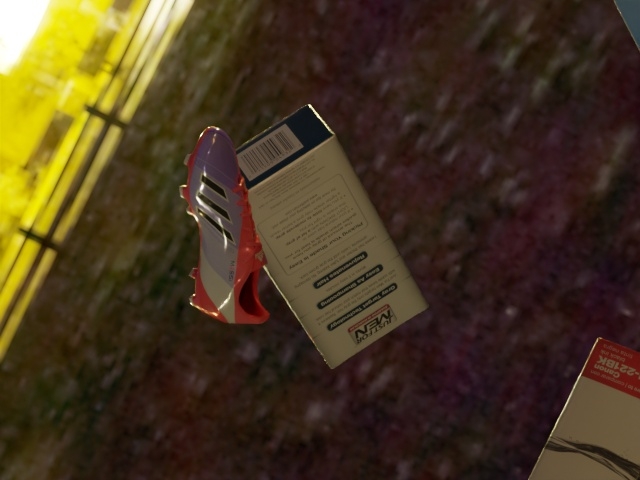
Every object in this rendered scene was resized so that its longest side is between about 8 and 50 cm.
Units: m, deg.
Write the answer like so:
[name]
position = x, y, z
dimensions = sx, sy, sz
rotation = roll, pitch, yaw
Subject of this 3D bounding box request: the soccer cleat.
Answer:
[soccer cleat]
position = -0.101, -0.014, 1.590
dimensions = 0.083, 0.095, 0.248
rotation = -47, -34, -52

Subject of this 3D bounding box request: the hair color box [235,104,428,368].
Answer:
[hair color box]
position = 0.000, 0.000, 1.940
dimensions = 0.174, 0.347, 0.105
rotation = -32, 38, -2

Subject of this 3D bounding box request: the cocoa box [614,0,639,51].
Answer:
[cocoa box]
position = 0.443, -0.396, 1.689
dimensions = 0.231, 0.347, 0.228
rotation = -28, -5, 23

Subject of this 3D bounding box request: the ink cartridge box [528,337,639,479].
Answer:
[ink cartridge box]
position = 0.312, 0.284, 1.623
dimensions = 0.273, 0.114, 0.197
rotation = -57, -20, -33
